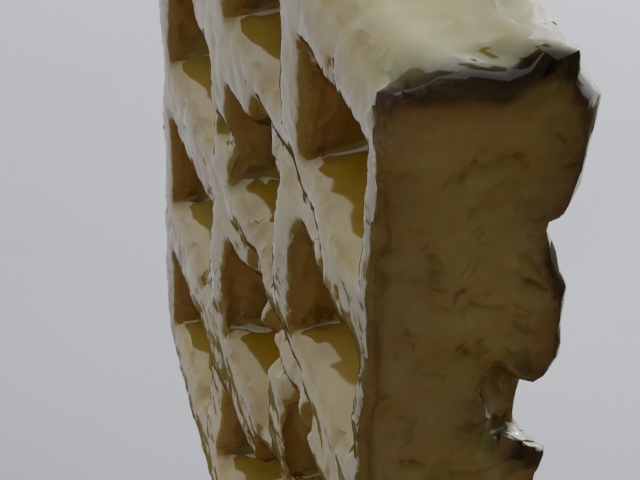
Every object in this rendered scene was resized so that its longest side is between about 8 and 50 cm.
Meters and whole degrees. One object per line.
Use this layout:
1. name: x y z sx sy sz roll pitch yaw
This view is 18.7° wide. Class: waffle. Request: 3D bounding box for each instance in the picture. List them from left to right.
1. waffle: 0.000 0.000 0.536 0.055 0.221 0.248 -8 -53 -14
